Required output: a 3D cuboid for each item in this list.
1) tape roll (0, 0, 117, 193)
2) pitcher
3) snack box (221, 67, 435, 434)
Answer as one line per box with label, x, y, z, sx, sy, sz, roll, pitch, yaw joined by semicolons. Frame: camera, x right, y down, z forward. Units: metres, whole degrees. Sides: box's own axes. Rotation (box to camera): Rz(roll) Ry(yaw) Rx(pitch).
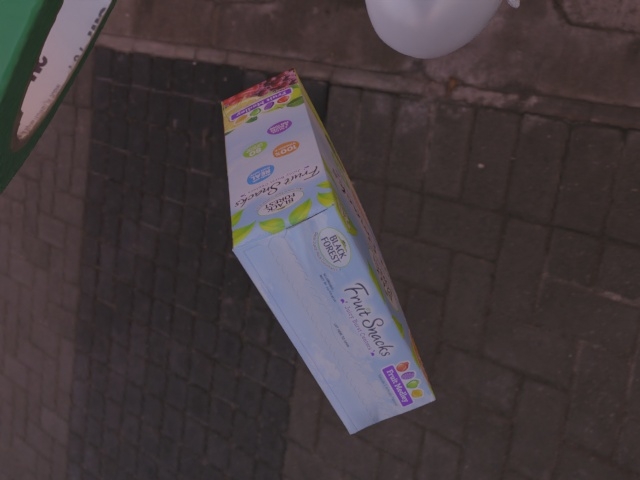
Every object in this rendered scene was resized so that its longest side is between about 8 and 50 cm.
tape roll;-0.150;-0.171;0.421;0.321;0.077;0.321;-53;20;29
pitcher;0.135;-0.246;0.643;0.178;0.125;0.207;25;145;1
snack box;0.000;0.000;0.538;0.070;0.174;0.207;-24;34;8
